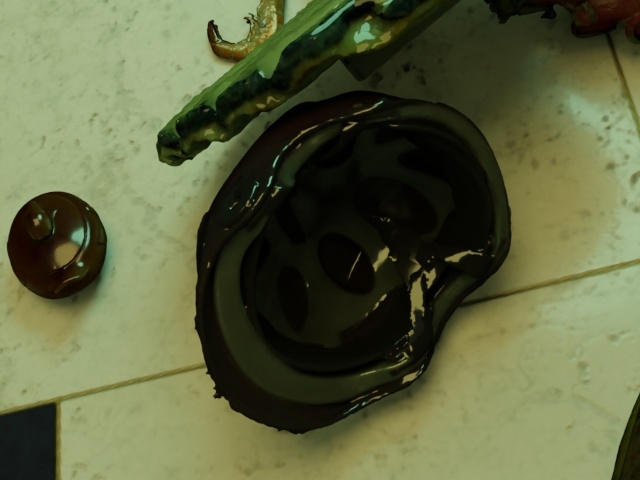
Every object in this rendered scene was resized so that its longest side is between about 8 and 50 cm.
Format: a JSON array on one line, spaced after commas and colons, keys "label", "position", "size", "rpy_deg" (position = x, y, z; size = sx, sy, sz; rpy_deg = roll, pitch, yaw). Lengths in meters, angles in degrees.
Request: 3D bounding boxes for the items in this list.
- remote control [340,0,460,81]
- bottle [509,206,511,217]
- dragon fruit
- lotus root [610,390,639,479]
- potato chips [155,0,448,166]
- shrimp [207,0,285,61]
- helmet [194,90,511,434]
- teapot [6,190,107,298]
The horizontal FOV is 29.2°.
[{"label": "remote control", "position": [0.133, -0.263, 1.196], "size": [0.285, 0.038, 0.123], "rpy_deg": [-37, 22, 7]}, {"label": "bottle", "position": [0.131, -0.045, 1.123], "size": [0.063, 0.047, 0.101], "rpy_deg": [-6, 43, -30]}, {"label": "dragon fruit", "position": [0.260, -0.263, 1.171], "size": [0.236, 0.135, 0.137], "rpy_deg": [0, 46, 45]}, {"label": "lotus root", "position": [0.288, 0.233, 0.788], "size": [0.250, 0.250, 0.346], "rpy_deg": [12, 69, 24]}, {"label": "potato chips", "position": [0.035, -0.203, 1.092], "size": [0.429, 0.070, 0.358], "rpy_deg": [-41, 16, -16]}, {"label": "shrimp", "position": [-0.074, -0.247, 1.326], "size": [0.091, 0.025, 0.127], "rpy_deg": [8, 64, 24]}, {"label": "helmet", "position": [0.000, 0.000, 1.039], "size": [0.305, 0.225, 0.177], "rpy_deg": [-42, 30, -7]}, {"label": "teapot", "position": [-0.259, 0.003, 1.196], "size": [0.098, 0.078, 0.129], "rpy_deg": [-27, 55, 0]}]
